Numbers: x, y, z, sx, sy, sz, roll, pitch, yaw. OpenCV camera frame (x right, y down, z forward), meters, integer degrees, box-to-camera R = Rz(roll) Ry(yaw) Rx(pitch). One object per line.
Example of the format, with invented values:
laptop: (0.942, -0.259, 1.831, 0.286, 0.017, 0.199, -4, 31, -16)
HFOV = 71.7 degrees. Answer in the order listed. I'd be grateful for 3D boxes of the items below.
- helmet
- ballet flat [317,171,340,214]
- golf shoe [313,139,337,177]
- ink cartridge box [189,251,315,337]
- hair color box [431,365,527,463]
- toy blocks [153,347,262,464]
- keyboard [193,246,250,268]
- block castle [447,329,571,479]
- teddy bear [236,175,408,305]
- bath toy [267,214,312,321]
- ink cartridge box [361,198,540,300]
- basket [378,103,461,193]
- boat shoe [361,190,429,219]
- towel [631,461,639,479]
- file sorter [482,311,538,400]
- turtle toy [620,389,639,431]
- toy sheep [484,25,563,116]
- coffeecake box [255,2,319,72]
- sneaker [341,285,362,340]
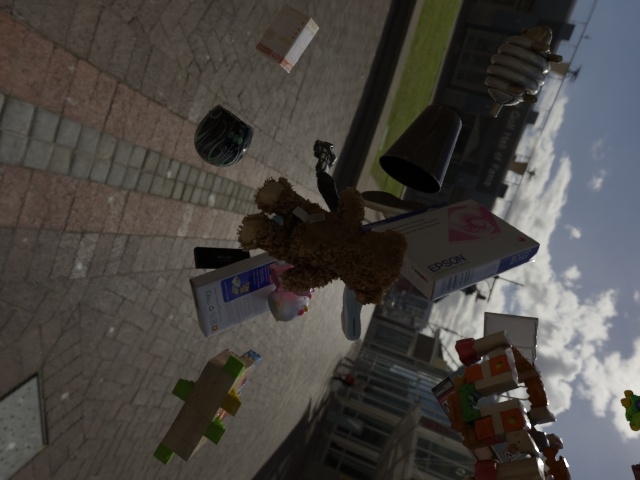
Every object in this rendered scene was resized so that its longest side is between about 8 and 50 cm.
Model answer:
helmet: (-0.287, -0.293, 1.292, 0.161, 0.169, 0.169, -54, 170, 8)
ballet flat: (0.030, -0.140, 1.388, 0.049, 0.058, 0.173, 73, -4, -69)
golf shoe: (0.025, -0.310, 1.767, 0.077, 0.094, 0.198, 138, -50, -71)
ink cartridge box: (-0.187, 0.135, 1.303, 0.371, 0.069, 0.175, -18, 123, -27)
hair color box: (0.621, 0.716, 1.769, 0.114, 0.374, 0.185, -19, 151, -24)
toy blocks: (-0.324, 0.484, 1.379, 0.381, 0.191, 0.261, -59, 171, 5)
keyboard: (-0.298, 0.070, 1.372, 0.023, 0.180, 0.108, -56, -138, 42)
block castle: (0.526, 0.518, 1.275, 0.213, 0.303, 0.453, -30, -147, 30)
teddy bear: (0.000, 0.000, 0.896, 0.113, 0.338, 0.245, 103, -5, -66)
bath toy: (-0.063, 0.086, 1.201, 0.129, 0.151, 0.348, -14, 134, -26)
ink cartridge box: (0.304, -0.014, 1.114, 0.324, 0.330, 0.071, -17, 130, -23)
basket: (0.321, -0.288, 1.353, 0.226, 0.204, 0.154, -59, 169, -14)
boat shoe: (0.293, -0.117, 1.765, 0.109, 0.303, 0.098, -91, -164, -52)
towel: (0.663, 0.549, 0.723, 0.329, 0.037, 0.237, 143, -64, -86)
file sorter: (0.720, 0.443, 1.697, 0.173, 0.193, 0.277, -54, 141, -53)
turtle toy: (0.879, 0.474, 1.219, 0.130, 0.066, 0.095, -18, 88, -45)
toy sheep: (0.280, -0.238, 0.629, 0.132, 0.091, 0.091, -60, 172, 18)
coffeecake box: (-0.119, -0.708, 1.552, 0.185, 0.142, 0.068, -53, 152, 9)
sneaker: (0.118, 0.268, 1.777, 0.091, 0.094, 0.258, -178, -86, -69)
